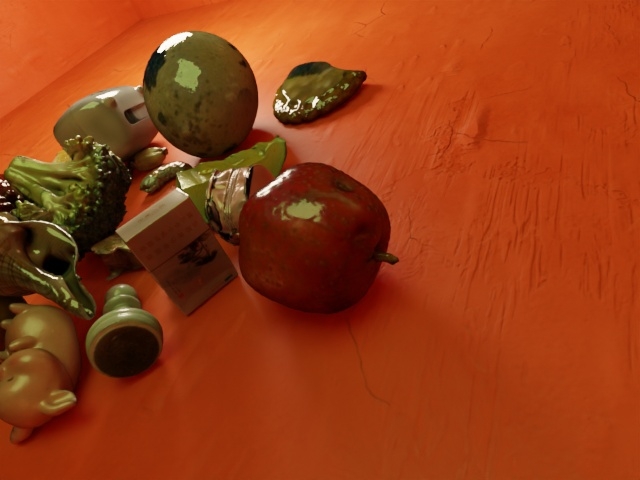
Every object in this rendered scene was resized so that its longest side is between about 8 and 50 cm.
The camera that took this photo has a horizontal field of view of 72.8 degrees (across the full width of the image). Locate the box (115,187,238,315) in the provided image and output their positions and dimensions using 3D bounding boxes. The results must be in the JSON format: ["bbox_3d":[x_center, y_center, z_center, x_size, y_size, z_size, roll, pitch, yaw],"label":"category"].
[{"bbox_3d":[-0.288,0.029,0.905,0.149,0.233,0.067,-38,42,-18],"label":"box"}]

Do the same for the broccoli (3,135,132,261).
[{"bbox_3d":[-0.659,-0.109,1.110,0.280,0.348,0.293,25,24,-4],"label":"broccoli"}]

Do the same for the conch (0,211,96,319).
[{"bbox_3d":[-0.615,0.044,0.918,0.386,0.169,0.203,35,65,-4],"label":"conch"}]

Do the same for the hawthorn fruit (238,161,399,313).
[{"bbox_3d":[0.000,0.000,0.798,0.299,0.275,0.275,17,55,24],"label":"hawthorn fruit"}]

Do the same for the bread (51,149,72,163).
[{"bbox_3d":[-0.852,-0.229,1.497,0.172,0.121,0.311,-22,42,8],"label":"bread"}]

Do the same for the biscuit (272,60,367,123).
[{"bbox_3d":[-0.010,-0.515,1.457,0.334,0.078,0.329,-16,47,11],"label":"biscuit"}]

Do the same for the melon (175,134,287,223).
[{"bbox_3d":[-0.228,-0.164,1.162,0.323,0.124,0.196,-25,47,-11],"label":"melon"}]

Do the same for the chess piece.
[{"bbox_3d":[-0.423,0.162,0.931,0.139,0.139,0.271,-34,31,-12],"label":"chess piece"}]

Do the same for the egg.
[{"bbox_3d":[-0.362,-0.437,1.335,0.344,0.345,0.428,-19,58,5],"label":"egg"}]

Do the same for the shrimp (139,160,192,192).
[{"bbox_3d":[-0.466,-0.184,1.348,0.166,0.049,0.161,27,60,32],"label":"shrimp"}]

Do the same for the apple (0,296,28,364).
[{"bbox_3d":[-0.788,0.181,0.964,0.260,0.261,0.194,1,55,24],"label":"apple"}]

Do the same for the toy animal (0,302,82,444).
[{"bbox_3d":[-0.562,0.249,0.867,0.166,0.154,0.250,-47,44,33],"label":"toy animal"}]

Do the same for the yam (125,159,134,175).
[{"bbox_3d":[-0.658,-0.224,1.475,0.032,0.032,0.145,-13,43,11],"label":"yam"}]

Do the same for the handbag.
[{"bbox_3d":[-0.173,-0.080,1.014,0.116,0.179,0.205,-14,51,21],"label":"handbag"}]

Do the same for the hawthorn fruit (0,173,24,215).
[{"bbox_3d":[-0.974,-0.070,1.313,0.300,0.254,0.254,-10,43,32],"label":"hawthorn fruit"}]

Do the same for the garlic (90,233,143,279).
[{"bbox_3d":[-0.495,0.032,1.108,0.174,0.099,0.124,5,32,24],"label":"garlic"}]

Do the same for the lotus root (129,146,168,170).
[{"bbox_3d":[-0.583,-0.274,1.470,0.150,0.062,0.073,-18,65,9],"label":"lotus root"}]

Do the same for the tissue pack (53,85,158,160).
[{"bbox_3d":[-0.697,-0.391,1.474,0.235,0.229,0.333,-26,23,18],"label":"tissue pack"}]
